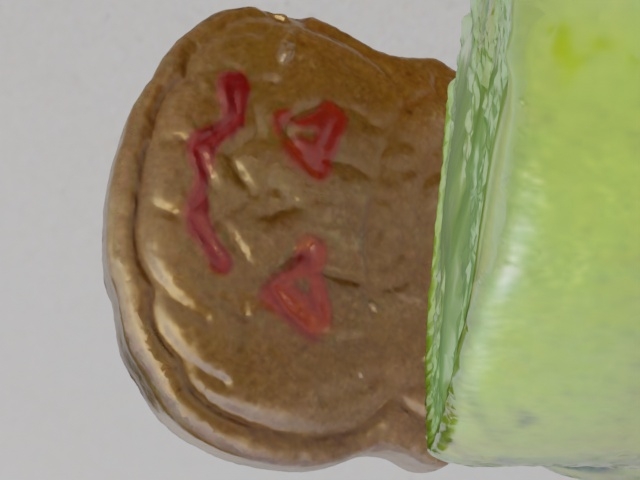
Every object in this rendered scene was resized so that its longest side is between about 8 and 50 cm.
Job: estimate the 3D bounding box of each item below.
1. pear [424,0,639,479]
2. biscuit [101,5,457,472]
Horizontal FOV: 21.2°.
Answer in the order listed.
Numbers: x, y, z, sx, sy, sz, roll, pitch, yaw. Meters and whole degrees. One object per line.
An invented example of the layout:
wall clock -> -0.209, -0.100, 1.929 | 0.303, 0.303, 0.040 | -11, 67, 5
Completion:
pear -> 0.129, -0.025, 0.587 | 0.176, 0.286, 0.282 | 8, 120, 1
biscuit -> 0.001, -0.001, 0.963 | 0.257, 0.273, 0.049 | 14, 156, -23
